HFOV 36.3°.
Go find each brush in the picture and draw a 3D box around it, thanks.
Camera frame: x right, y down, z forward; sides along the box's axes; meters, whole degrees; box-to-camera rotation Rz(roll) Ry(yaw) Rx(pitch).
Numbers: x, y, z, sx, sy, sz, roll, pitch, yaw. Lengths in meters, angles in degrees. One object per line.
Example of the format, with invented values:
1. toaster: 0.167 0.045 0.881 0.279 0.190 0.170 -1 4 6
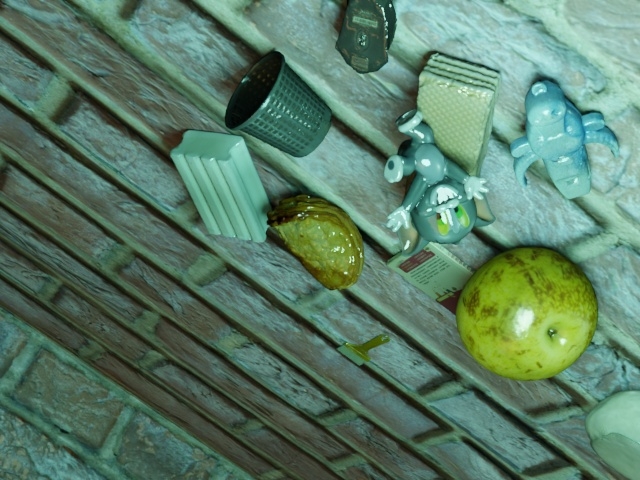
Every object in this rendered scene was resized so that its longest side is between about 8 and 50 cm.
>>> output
1. brush: 0.123 0.279 2.560 0.083 0.011 0.205 37 146 -12

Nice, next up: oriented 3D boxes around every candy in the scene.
1. candy: 0.738 0.440 2.162 0.295 0.185 0.295 34 161 13

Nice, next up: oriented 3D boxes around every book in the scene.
1. book: 0.279 0.087 2.167 0.232 0.022 0.162 37 144 -12

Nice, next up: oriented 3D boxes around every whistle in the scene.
1. whistle: 0.405 -0.168 1.658 0.180 0.093 0.269 -19 130 18

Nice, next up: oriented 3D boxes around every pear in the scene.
1. pear: 0.403 0.144 1.933 0.280 0.281 0.281 20 146 14

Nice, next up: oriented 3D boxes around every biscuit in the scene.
1. biscuit: 0.237 -0.158 1.810 0.144 0.078 0.426 20 147 12

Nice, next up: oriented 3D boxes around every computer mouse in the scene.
1. computer mouse: 0.084 -0.364 1.668 0.099 0.057 0.172 21 135 15

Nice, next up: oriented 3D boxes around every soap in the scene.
1. soap: -0.214 -0.120 2.192 0.159 0.088 0.265 10 143 27

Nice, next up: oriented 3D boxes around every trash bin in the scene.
1. trash bin: -0.070 -0.247 1.860 0.161 0.175 0.175 33 149 -30

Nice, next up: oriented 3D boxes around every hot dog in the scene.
1. hot dog: 0.000 -0.004 2.174 0.175 0.114 0.259 -11 133 39

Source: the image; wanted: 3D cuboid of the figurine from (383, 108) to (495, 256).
1. figurine: 0.184 -0.094 1.737 0.265 0.193 0.140 58 178 -9
